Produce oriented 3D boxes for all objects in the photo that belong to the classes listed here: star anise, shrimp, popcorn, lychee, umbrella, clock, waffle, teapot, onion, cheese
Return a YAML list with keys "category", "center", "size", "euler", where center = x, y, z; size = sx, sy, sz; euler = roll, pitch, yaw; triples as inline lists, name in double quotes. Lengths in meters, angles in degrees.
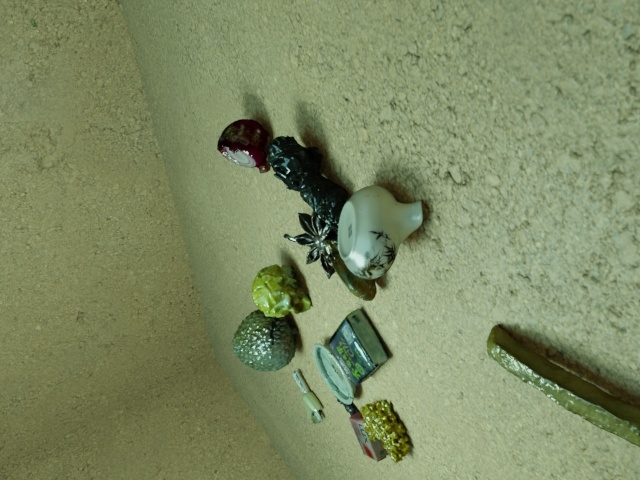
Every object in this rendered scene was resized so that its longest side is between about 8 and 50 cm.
- category: "star anise"
  center: [-0.001, -0.001, 1.662]
  size: [0.262, 0.081, 0.230]
  euler: [8, 121, 50]
- category: "shrimp"
  center: [0.076, 0.071, 1.496]
  size: [0.217, 0.051, 0.115]
  euler: [45, -151, -28]
- category: "popcorn"
  center: [-0.133, 0.182, 2.038]
  size: [0.212, 0.198, 0.198]
  euler: [25, 141, 19]
- category: "lychee"
  center: [-0.217, 0.393, 2.308]
  size: [0.255, 0.274, 0.256]
  euler: [-14, -90, -85]
- category: "umbrella"
  center: [-0.008, -0.144, 1.506]
  size: [0.336, 0.128, 0.154]
  euler: [46, 166, 26]
- category: "clock"
  center: [0.057, 0.451, 2.014]
  size: [0.236, 0.053, 0.237]
  euler: [49, 154, 34]
- category: "umbrella"
  center: [0.088, 0.578, 2.090]
  size: [0.144, 0.040, 0.037]
  euler: [47, 159, 39]
- category: "waffle"
  center: [0.200, 0.599, 1.828]
  size: [0.197, 0.070, 0.193]
  euler: [65, 156, 2]
- category: "teapot"
  center: [0.120, -0.013, 1.336]
  size: [0.300, 0.165, 0.209]
  euler: [104, 154, -69]
- category: "onion"
  center: [-0.213, -0.293, 1.808]
  size: [0.173, 0.136, 0.198]
  euler: [16, 169, 40]
- category: "cheese"
  center: [-0.055, 0.655, 2.456]
  size: [0.235, 0.049, 0.127]
  euler: [60, 159, 17]

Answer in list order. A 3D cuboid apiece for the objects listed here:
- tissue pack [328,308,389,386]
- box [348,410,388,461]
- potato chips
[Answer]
- category: "tissue pack"
  center: [0.111, 0.326, 1.752]
  size: [0.173, 0.073, 0.235]
  euler: [57, 156, 19]
- category: "box"
  center: [0.166, 0.662, 1.981]
  size: [0.111, 0.060, 0.156]
  euler: [-14, 101, 65]
- category: "potato chips"
  center: [0.424, 0.250, 1.007]
  size: [0.407, 0.080, 0.057]
  euler: [29, 128, 53]
